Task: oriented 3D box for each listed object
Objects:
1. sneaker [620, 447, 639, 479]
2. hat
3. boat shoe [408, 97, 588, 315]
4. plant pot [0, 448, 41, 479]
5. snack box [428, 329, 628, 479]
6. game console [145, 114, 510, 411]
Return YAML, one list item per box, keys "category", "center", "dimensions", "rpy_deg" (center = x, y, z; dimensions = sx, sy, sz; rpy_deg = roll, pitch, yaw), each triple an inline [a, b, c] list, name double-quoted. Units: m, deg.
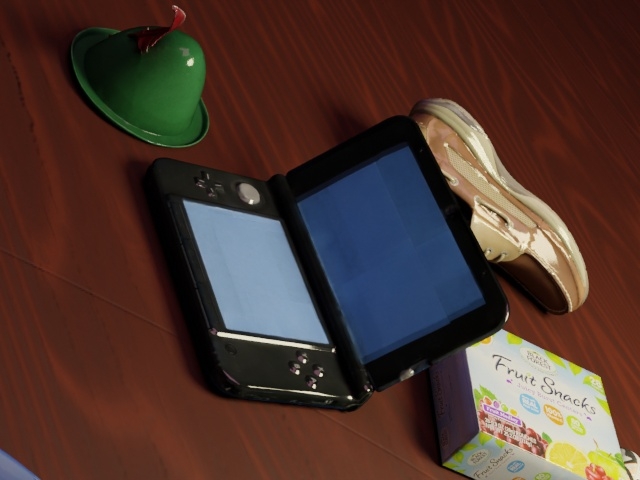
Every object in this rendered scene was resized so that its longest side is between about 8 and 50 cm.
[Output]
- category: "sneaker"
  center: [0.327, 0.263, 1.381]
  dimensions: [0.044, 0.040, 0.109]
  rpy_deg: [34, 32, -8]
- category: "hat"
  center: [-0.146, -0.215, 1.323]
  dimensions: [0.173, 0.183, 0.208]
  rpy_deg: [16, 39, -35]
- category: "boat shoe"
  center: [0.198, -0.023, 1.546]
  dimensions: [0.324, 0.123, 0.116]
  rpy_deg: [48, 65, -5]
- category: "plant pot"
  center: [-0.218, 0.251, 0.613]
  dimensions: [0.236, 0.236, 0.212]
  rpy_deg: [44, 36, -19]
- category: "snack box"
  center: [0.217, 0.188, 1.327]
  dimensions: [0.207, 0.070, 0.174]
  rpy_deg: [27, 34, -23]
- category: "game console"
  center: [0.000, 0.000, 1.228]
  dimensions: [0.250, 0.173, 0.293]
  rpy_deg: [12, 41, -39]
